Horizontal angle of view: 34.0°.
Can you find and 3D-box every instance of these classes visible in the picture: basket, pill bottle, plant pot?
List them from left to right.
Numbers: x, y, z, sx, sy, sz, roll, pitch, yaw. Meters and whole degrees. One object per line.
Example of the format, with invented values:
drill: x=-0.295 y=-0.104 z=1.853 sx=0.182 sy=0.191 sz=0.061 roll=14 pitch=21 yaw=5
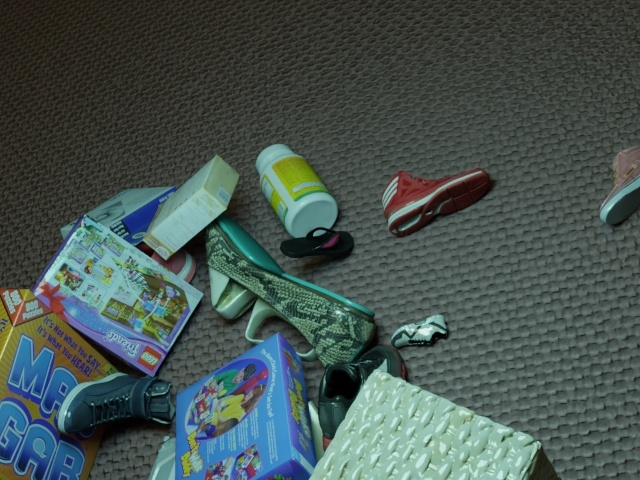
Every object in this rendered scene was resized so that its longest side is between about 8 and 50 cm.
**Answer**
pill bottle: x=-0.056 y=-0.106 z=2.181 sx=0.117 sy=0.117 sz=0.208 roll=-34 pitch=49 yaw=0
plant pot: x=-0.013 y=0.366 z=1.840 sx=0.109 sy=0.109 sz=0.096 roll=-43 pitch=63 yaw=-8
basket: x=0.161 y=0.428 z=1.604 sx=0.328 sy=0.266 sz=0.331 roll=20 pitch=69 yaw=34

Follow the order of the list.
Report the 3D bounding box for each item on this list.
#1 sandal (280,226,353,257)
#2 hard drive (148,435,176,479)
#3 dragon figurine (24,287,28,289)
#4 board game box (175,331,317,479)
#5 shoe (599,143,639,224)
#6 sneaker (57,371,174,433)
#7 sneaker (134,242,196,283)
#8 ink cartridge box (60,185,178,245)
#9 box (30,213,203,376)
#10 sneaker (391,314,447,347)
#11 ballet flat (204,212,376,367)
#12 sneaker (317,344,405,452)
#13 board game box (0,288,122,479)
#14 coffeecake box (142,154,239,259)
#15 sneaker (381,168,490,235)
sandal: x=0.000 y=0.000 z=2.064 sx=0.179 sy=0.040 sz=0.067 roll=-9 pitch=35 yaw=-42
hard drive: x=-0.226 y=0.522 z=1.851 sx=0.236 sy=0.064 sz=0.339 roll=3 pitch=59 yaw=27
dragon figurine: x=-0.603 y=0.156 z=2.198 sx=0.144 sy=0.289 sz=0.085 roll=29 pitch=79 yaw=1
board game box: x=-0.133 y=0.335 z=1.785 sx=0.233 sy=0.078 sz=0.347 roll=-32 pitch=28 yaw=12
shoe: x=0.558 y=-0.105 z=1.928 sx=0.178 sy=0.063 sz=0.081 roll=-40 pitch=48 yaw=-13
sneaker: x=-0.376 y=0.316 z=1.992 sx=0.163 sy=0.086 sz=0.226 roll=9 pitch=18 yaw=26
sneaker: x=-0.428 y=0.062 z=2.225 sx=0.313 sy=0.136 sz=0.116 roll=-19 pitch=50 yaw=12
ink cartridge box: x=-0.412 y=-0.055 z=2.271 sx=0.224 sy=0.045 sz=0.223 roll=0 pitch=26 yaw=37
box: x=-0.407 y=0.112 z=2.089 sx=0.201 sy=0.293 sz=0.057 roll=-59 pitch=19 yaw=-18
sneaker: x=0.181 y=0.174 z=1.920 sx=0.109 sy=0.040 sz=0.044 roll=-24 pitch=52 yaw=9
ballet flat: x=-0.105 y=0.111 z=2.039 sx=0.482 sy=0.164 sz=0.182 roll=33 pitch=90 yaw=36
sneaker: x=0.070 y=0.247 z=1.812 sx=0.097 sy=0.135 sz=0.276 roll=-6 pitch=26 yaw=30
board game box: x=-0.661 y=0.328 z=2.000 sx=0.356 sy=0.356 sz=0.357 roll=0 pitch=57 yaw=25
coffeecake box: x=-0.260 y=-0.067 z=2.117 sx=0.185 sy=0.068 sz=0.142 roll=-38 pitch=21 yaw=27
sneaker: x=0.216 y=-0.111 z=2.077 sx=0.221 sy=0.087 sz=0.128 roll=-25 pitch=51 yaw=6
